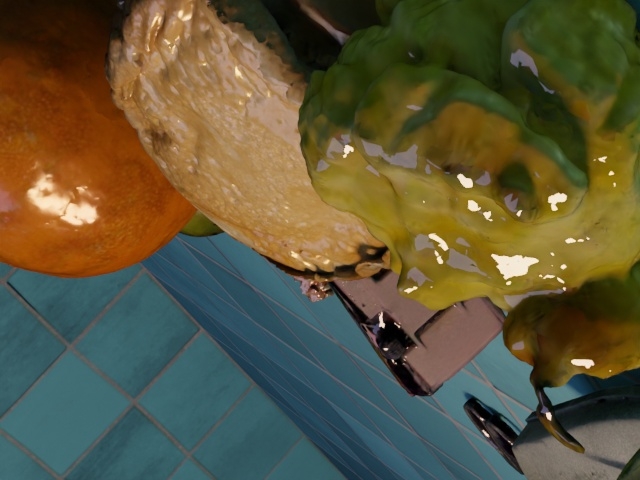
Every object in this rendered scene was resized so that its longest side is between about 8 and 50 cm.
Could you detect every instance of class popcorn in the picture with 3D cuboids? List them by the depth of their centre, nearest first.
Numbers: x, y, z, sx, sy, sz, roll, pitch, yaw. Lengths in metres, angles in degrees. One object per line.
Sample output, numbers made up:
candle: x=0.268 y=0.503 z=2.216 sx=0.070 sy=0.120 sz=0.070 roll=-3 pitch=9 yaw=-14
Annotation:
popcorn: x=0.084 y=-0.028 z=0.633 sx=0.168 sy=0.173 sz=0.195 roll=-16 pitch=127 yaw=26

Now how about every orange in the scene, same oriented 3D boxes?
orange: x=-0.206 y=-0.110 z=1.105 sx=0.284 sy=0.226 sz=0.284 roll=40 pitch=-148 yaw=-32

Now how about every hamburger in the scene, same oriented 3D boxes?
hamburger: x=-0.007 y=-0.081 z=0.824 sx=0.243 sy=0.146 sz=0.286 roll=23 pitch=152 yaw=45

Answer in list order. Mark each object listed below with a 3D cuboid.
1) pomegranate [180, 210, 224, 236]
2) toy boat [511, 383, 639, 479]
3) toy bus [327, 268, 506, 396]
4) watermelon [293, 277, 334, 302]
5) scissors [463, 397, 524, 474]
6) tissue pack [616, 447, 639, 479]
pomegranate: x=-0.118 y=-0.067 z=1.377 sx=0.130 sy=0.130 sz=0.130 roll=41 pitch=169 yaw=9
toy boat: x=0.249 y=0.165 z=1.016 sx=0.141 sy=0.092 sz=0.319 roll=43 pitch=162 yaw=1
toy bus: x=0.023 y=-0.012 z=1.092 sx=0.317 sy=0.112 sz=0.138 roll=52 pitch=176 yaw=-38
watermelon: x=0.004 y=-0.010 z=1.272 sx=0.155 sy=0.080 sz=0.101 roll=60 pitch=157 yaw=-8
scissors: x=0.256 y=0.284 z=1.622 sx=0.109 sy=0.022 sz=0.300 roll=35 pitch=169 yaw=51
tissue pack: x=0.292 y=0.193 z=0.737 sx=0.200 sy=0.167 sz=0.275 roll=35 pitch=168 yaw=35
